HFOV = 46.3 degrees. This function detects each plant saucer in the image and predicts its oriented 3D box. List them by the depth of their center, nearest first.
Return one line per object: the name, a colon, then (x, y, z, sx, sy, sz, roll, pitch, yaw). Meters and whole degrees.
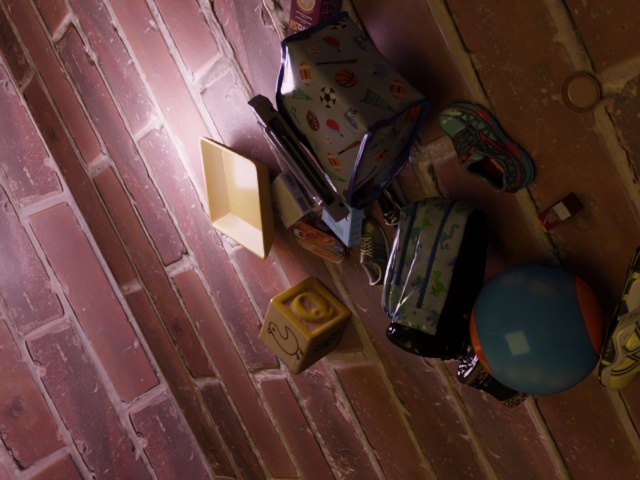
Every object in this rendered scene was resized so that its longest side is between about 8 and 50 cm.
plant saucer: (0.522, -0.296, 1.499, 0.083, 0.015, 0.083, 26, 129, 36)
plant saucer: (-0.252, -0.149, 2.376, 0.332, 0.081, 0.333, 29, 132, 44)

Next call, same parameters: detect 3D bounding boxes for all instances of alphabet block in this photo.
alphabet block: (-0.051, 0.265, 2.343, 0.192, 0.193, 0.197, 41, 137, 21)

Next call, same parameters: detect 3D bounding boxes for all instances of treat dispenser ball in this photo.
treat dispenser ball: (0.472, 0.192, 1.637, 0.288, 0.288, 0.288, 26, 130, 36)

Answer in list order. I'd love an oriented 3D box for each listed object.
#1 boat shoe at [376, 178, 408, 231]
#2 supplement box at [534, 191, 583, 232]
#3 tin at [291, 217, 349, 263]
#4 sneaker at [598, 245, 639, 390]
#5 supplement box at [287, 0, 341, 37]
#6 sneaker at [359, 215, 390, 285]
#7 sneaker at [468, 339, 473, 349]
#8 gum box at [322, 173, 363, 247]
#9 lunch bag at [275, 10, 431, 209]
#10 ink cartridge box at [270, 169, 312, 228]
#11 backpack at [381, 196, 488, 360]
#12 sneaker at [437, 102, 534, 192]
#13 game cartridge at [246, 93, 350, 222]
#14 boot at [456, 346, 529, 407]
boat shoe: (0.195, -0.068, 1.959, 0.077, 0.070, 0.219, -28, 91, 52)
supplement box: (0.516, -0.060, 1.620, 0.043, 0.055, 0.083, 56, 141, 6)
tin: (0.000, 0.000, 2.220, 0.189, 0.040, 0.106, 26, 134, 21)
sneaker: (0.673, 0.188, 1.537, 0.147, 0.145, 0.385, 16, 135, 18)
supplement box: (-0.013, -0.580, 1.865, 0.104, 0.081, 0.188, 35, 135, 28)
sneaker: (0.143, 0.036, 2.069, 0.064, 0.086, 0.192, -6, 108, 50)
sneaker: (0.348, 0.182, 1.942, 0.271, 0.100, 0.108, 50, 164, 10)
gum box: (0.062, -0.100, 2.076, 0.157, 0.041, 0.184, 49, 144, 44)
lunch bag: (0.060, -0.293, 1.815, 0.328, 0.239, 0.385, 52, 154, 19)
ink cartridge box: (-0.100, -0.122, 2.295, 0.145, 0.045, 0.179, 59, 160, 1)
backpack: (0.275, 0.075, 1.757, 0.273, 0.290, 0.356, 27, 98, 30)
sneaker: (0.350, -0.206, 1.657, 0.262, 0.125, 0.104, 45, 139, 19)
game cartridge: (-0.064, -0.213, 1.918, 0.355, 0.068, 0.230, 53, 176, -16)
boot: (0.474, 0.297, 1.862, 0.178, 0.085, 0.236, 34, 103, -18)
